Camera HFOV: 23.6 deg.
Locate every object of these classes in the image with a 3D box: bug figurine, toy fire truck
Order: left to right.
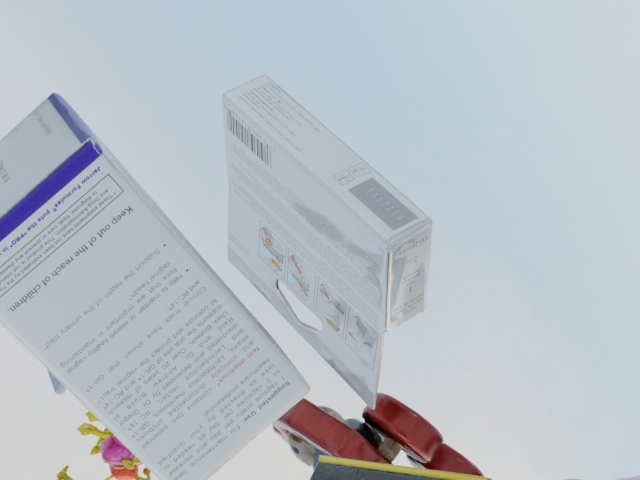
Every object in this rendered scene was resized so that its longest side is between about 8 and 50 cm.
[{"bbox_3d":[-0.224,0.232,1.709,0.072,0.216,0.279,32,-159,5],"label":"bug figurine"},{"bbox_3d":[0.031,0.269,1.843,0.254,0.169,0.302,25,165,41],"label":"toy fire truck"}]

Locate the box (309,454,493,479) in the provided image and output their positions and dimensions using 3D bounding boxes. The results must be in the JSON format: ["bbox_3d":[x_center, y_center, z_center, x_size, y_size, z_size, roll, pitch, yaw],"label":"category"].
[{"bbox_3d":[0.031,0.358,1.362,0.079,0.257,0.322,38,-112,-30],"label":"box"}]

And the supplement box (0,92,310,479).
[{"bbox_3d":[-0.123,0.035,0.938,0.220,0.114,0.111,49,177,-27],"label":"supplement box"}]

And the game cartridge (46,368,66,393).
[{"bbox_3d":[-0.316,0.147,1.904,0.017,0.083,0.056,9,-150,-35],"label":"game cartridge"}]

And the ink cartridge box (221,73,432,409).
[{"bbox_3d":[0.000,0.000,1.688,0.066,0.261,0.296,-27,-128,-26],"label":"ink cartridge box"}]

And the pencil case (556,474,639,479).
[{"bbox_3d":[0.387,0.349,1.929,0.124,0.284,0.124,5,-102,-23],"label":"pencil case"}]
